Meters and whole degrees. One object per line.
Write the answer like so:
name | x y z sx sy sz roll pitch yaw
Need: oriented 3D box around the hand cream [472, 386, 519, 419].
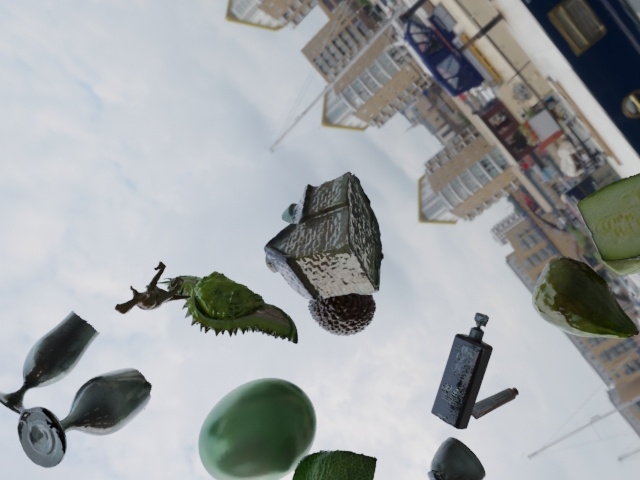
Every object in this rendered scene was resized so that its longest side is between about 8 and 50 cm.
hand cream | 0.607 0.569 1.744 0.067 0.210 0.043 -142 40 -59

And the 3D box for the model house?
model house | -0.001 -0.001 1.336 0.298 0.285 0.243 -82 -28 -46

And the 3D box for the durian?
durian | -0.218 0.141 1.089 0.376 0.132 0.106 21 173 8

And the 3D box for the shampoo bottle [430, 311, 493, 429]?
shampoo bottle | 0.394 0.345 1.347 0.071 0.309 0.098 14 -175 -36

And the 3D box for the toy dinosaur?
toy dinosaur | -0.315 0.118 0.956 0.039 0.126 0.162 24 152 25

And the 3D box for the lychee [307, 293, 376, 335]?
lychee | 0.073 0.208 1.553 0.238 0.200 0.200 7 -133 -47

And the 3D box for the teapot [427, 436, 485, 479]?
teapot | 0.288 0.517 1.114 0.111 0.108 0.149 52 157 16

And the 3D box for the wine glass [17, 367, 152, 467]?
wine glass | -0.454 0.339 0.985 0.126 0.126 0.241 54 -159 9

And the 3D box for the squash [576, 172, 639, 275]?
squash | 0.869 -0.075 1.246 0.210 0.309 0.233 16 -128 -27

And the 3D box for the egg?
egg | -0.138 0.429 1.112 0.220 0.270 0.220 51 158 30

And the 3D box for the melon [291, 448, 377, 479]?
melon | -0.007 0.530 0.968 0.129 0.265 0.169 26 -147 -2

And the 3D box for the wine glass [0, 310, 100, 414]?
wine glass | -0.577 0.261 1.060 0.103 0.222 0.103 32 158 14

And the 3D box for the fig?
fig | 0.610 0.149 1.186 0.233 0.167 0.167 45 -158 -8
